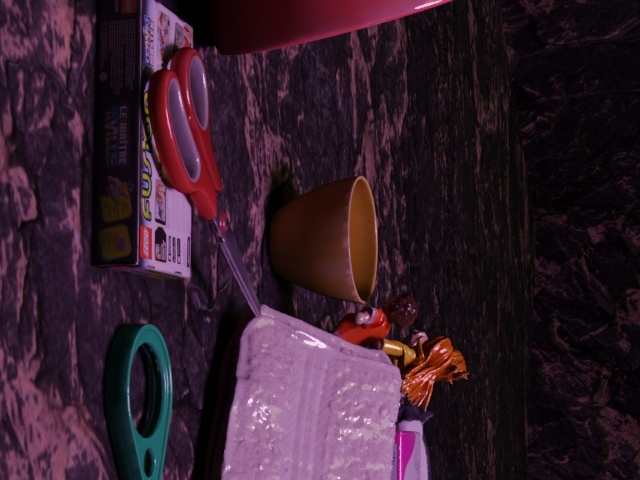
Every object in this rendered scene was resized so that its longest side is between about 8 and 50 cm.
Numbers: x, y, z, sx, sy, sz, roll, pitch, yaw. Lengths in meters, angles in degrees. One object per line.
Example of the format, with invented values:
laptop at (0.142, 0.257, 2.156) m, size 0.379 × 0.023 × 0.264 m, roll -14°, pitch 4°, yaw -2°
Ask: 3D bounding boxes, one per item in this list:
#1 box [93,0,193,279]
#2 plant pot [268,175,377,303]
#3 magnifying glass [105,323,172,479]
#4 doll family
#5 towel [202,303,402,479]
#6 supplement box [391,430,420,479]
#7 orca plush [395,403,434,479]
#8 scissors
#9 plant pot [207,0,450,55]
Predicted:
box at (-0.134, -0.078, 1.038) m, size 0.114 × 0.036 × 0.207 m, roll 25°, pitch 65°, yaw -74°
plant pot at (0.000, 0.000, 1.422) m, size 0.134 × 0.095 × 0.134 m, roll -1°, pitch 90°, yaw -75°
magnifying glass at (-0.137, 0.179, 1.030) m, size 0.092 × 0.026 × 0.231 m, roll 8°, pitch 79°, yaw -75°
doll family at (0.077, 0.148, 1.477) m, size 0.263 × 0.163 × 0.118 m, roll 62°, pitch 7°, yaw -71°
towel at (-0.015, 0.207, 1.229) m, size 0.187 × 0.049 × 0.282 m, roll 23°, pitch 56°, yaw -26°
supplement box at (0.054, 0.329, 1.561) m, size 0.111 × 0.114 × 0.220 m, roll 31°, pitch 60°, yaw -72°
orca plush at (0.081, 0.359, 1.784) m, size 0.151 × 0.102 × 0.287 m, roll 10°, pitch 61°, yaw -30°
scissors at (-0.091, -0.020, 1.094) m, size 0.109 × 0.021 × 0.297 m, roll -78°, pitch 162°, yaw -52°
plant pot at (0.000, -0.317, 1.199) m, size 0.275 × 0.275 × 0.243 m, roll -54°, pitch 129°, yaw -67°
